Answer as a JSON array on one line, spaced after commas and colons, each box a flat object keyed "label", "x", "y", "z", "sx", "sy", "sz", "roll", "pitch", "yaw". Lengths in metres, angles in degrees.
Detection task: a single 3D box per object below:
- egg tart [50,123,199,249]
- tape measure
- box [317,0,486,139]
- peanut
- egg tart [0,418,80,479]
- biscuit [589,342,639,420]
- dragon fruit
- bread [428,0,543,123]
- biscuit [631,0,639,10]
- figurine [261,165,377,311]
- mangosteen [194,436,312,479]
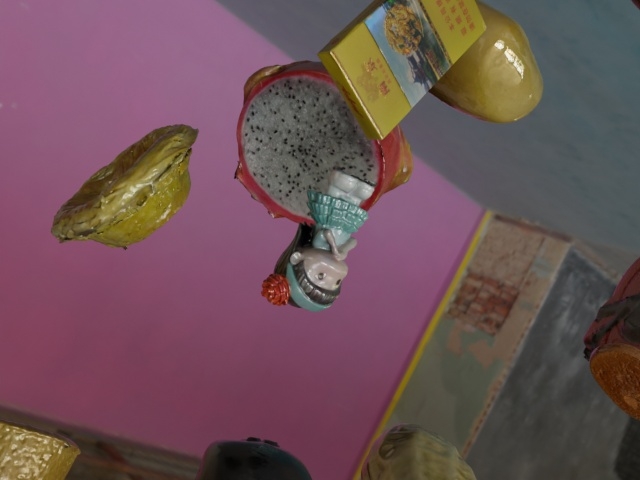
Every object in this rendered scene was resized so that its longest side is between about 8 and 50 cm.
[{"label": "egg tart", "x": -0.305, "y": -0.075, "z": 1.294, "sx": 0.116, "sy": 0.295, "sz": 0.295, "roll": 53, "pitch": 168, "yaw": -19}, {"label": "tape measure", "x": 0.555, "y": 0.117, "z": 1.243, "sx": 0.114, "sy": 0.260, "sz": 0.253, "roll": 26, "pitch": -176, "yaw": -15}, {"label": "box", "x": 0.071, "y": -0.163, "z": 0.641, "sx": 0.023, "sy": 0.155, "sz": 0.086, "roll": 14, "pitch": 145, "yaw": 50}, {"label": "peanut", "x": 0.142, "y": 0.337, "z": 0.873, "sx": 0.153, "sy": 0.140, "sz": 0.325, "roll": 24, "pitch": -162, "yaw": -36}, {"label": "egg tart", "x": -0.478, "y": 0.358, "z": 1.188, "sx": 0.203, "sy": 0.147, "sz": 0.202, "roll": 8, "pitch": 153, "yaw": 4}, {"label": "biscuit", "x": 0.287, "y": 0.127, "z": 0.705, "sx": 0.091, "sy": 0.015, "sz": 0.078, "roll": 51, "pitch": 145, "yaw": -9}, {"label": "dragon fruit", "x": 0.017, "y": -0.182, "z": 1.355, "sx": 0.306, "sy": 0.305, "sz": 0.226, "roll": 28, "pitch": -148, "yaw": 14}, {"label": "bread", "x": 0.144, "y": -0.208, "z": 0.863, "sx": 0.147, "sy": 0.098, "sz": 0.217, "roll": 46, "pitch": -174, "yaw": -45}, {"label": "biscuit", "x": 0.423, "y": -0.318, "z": 0.732, "sx": 0.359, "sy": 0.359, "sz": 0.046, "roll": 28, "pitch": 173, "yaw": 3}, {"label": "figurine", "x": 0.000, "y": 0.000, "z": 0.552, "sx": 0.047, "sy": 0.105, "sz": 0.060, "roll": 26, "pitch": -176, "yaw": 40}, {"label": "mangosteen", "x": -0.113, "y": 0.451, "z": 1.319, "sx": 0.243, "sy": 0.242, "sz": 0.243, "roll": 28, "pitch": 176, "yaw": 2}]
